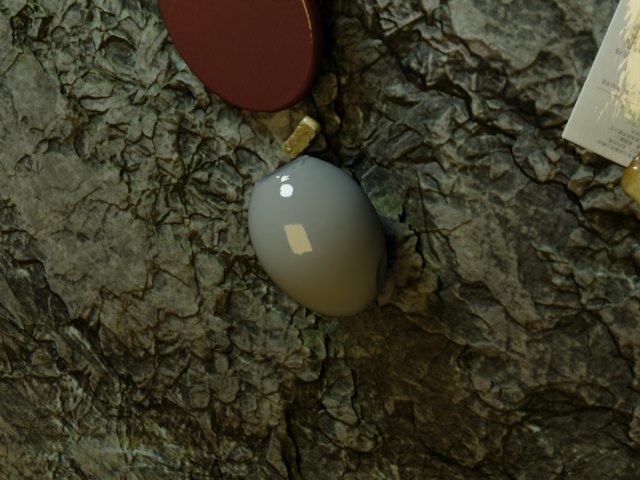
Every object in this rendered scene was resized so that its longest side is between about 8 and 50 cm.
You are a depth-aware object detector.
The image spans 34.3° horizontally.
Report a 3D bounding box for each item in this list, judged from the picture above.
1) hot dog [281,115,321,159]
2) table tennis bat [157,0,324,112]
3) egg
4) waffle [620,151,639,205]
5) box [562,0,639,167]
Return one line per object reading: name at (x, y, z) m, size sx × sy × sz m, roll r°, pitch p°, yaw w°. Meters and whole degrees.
hot dog at (-0.023, -0.150, 1.472) m, size 0.030 × 0.034 × 0.090 m, roll 41°, pitch 144°, yaw -2°
table tennis bat at (-0.156, -0.351, 1.442) m, size 0.414 × 0.051 × 0.268 m, roll 45°, pitch 136°, yaw 12°
egg at (0.000, 0.000, 1.430) m, size 0.176 × 0.176 × 0.232 m, roll -29°, pitch 95°, yaw 35°
waffle at (0.504, -0.093, 1.021) m, size 0.348 × 0.077 × 0.304 m, roll 21°, pitch 116°, yaw -29°
box at (0.431, -0.158, 1.154) m, size 0.260 × 0.111 × 0.194 m, roll 28°, pitch 121°, yaw 15°
